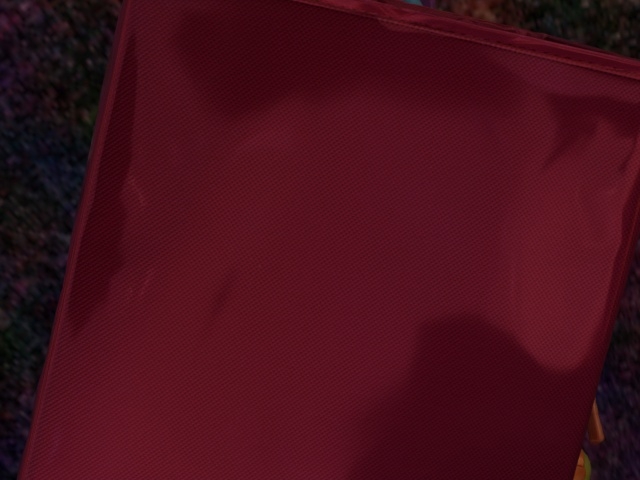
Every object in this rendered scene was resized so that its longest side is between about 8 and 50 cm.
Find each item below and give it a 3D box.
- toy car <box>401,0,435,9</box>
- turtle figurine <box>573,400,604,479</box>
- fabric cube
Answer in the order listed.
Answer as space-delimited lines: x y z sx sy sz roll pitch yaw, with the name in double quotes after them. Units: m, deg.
0.037 -0.212 1.420 0.136 0.159 0.182 -16 27 -13 "toy car"
0.086 0.135 0.986 0.217 0.087 0.269 18 47 0 "turtle figurine"
0.000 0.000 0.786 0.254 0.259 0.258 11 100 -7 "fabric cube"
